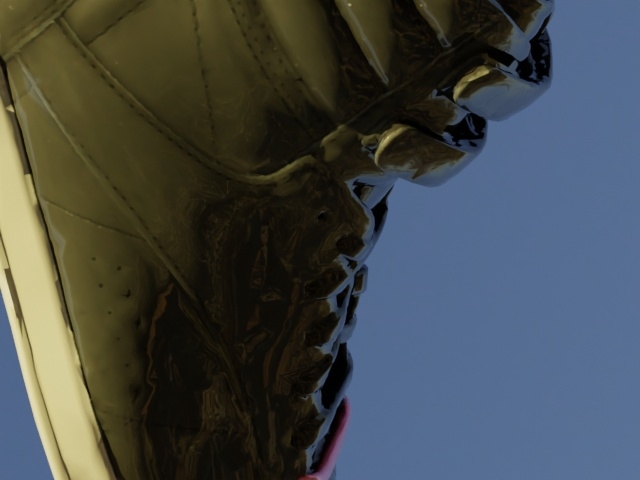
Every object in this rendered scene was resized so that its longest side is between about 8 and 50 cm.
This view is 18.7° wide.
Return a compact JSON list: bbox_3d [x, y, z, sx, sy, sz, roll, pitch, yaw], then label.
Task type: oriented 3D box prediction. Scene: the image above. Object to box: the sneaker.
[{"bbox_3d":[0.000,0.000,0.515,0.147,0.104,0.296,-10,-68,13],"label":"sneaker"}]
